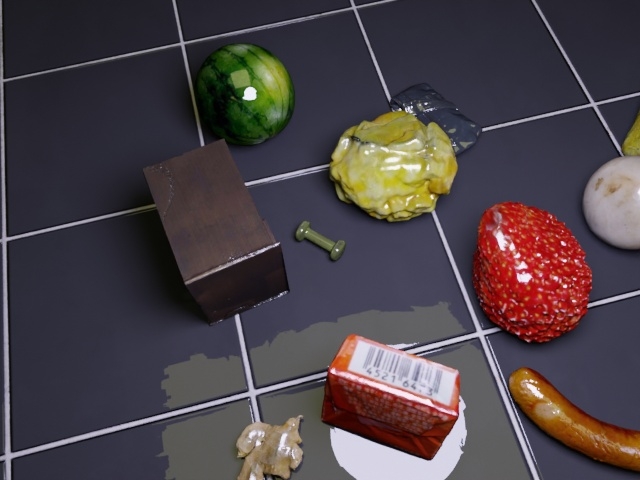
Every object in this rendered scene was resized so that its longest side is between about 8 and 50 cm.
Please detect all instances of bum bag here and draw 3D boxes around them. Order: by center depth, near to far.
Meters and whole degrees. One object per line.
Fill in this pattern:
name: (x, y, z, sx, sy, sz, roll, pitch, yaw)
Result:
bum bag: (0.290, -0.307, 1.471, 0.123, 0.060, 0.248, -31, 65, -14)

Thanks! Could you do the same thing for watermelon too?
watermelon: (-0.181, -0.349, 1.408, 0.242, 0.242, 0.242, -1, 64, 1)

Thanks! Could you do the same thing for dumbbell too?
dumbbell: (0.000, 0.000, 1.339, 0.118, 0.046, 0.052, 28, 63, 14)

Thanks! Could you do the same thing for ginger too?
ginger: (-0.101, 0.439, 1.122, 0.133, 0.059, 0.214, 1, 63, 7)

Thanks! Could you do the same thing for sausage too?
sausage: (0.503, 0.355, 1.136, 0.302, 0.076, 0.103, 27, 60, 13)

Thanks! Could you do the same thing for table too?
table: (-0.214, -0.015, 1.242, 0.196, 0.250, 0.282, -23, 65, -8)

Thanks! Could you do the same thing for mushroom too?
mushroom: (0.702, -0.083, 1.293, 0.215, 0.207, 0.207, -2, 60, -34)

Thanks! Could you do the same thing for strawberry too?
strawberry: (0.429, 0.056, 1.194, 0.261, 0.257, 0.261, -1, 55, 1)

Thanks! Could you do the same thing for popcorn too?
popcorn: (0.161, -0.171, 1.329, 0.286, 0.215, 0.252, -4, 70, 4)

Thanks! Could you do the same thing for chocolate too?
chocolate: (0.128, 0.295, 1.098, 0.237, 0.235, 0.108, 16, 53, 10)

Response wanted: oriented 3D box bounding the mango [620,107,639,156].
mango: (0.866, -0.306, 1.400, 0.329, 0.175, 0.176, -50, 28, -19)
